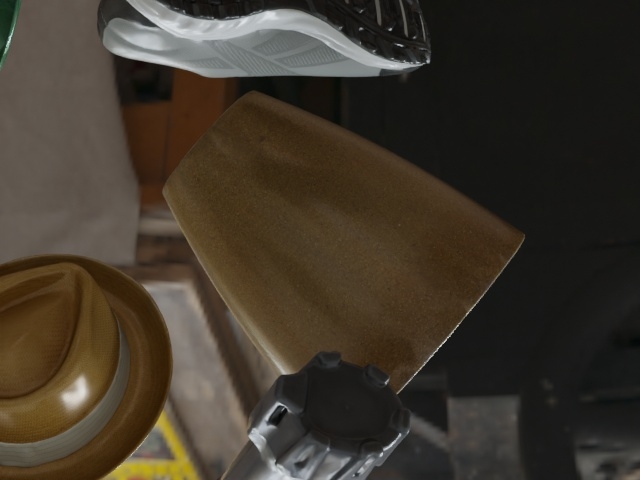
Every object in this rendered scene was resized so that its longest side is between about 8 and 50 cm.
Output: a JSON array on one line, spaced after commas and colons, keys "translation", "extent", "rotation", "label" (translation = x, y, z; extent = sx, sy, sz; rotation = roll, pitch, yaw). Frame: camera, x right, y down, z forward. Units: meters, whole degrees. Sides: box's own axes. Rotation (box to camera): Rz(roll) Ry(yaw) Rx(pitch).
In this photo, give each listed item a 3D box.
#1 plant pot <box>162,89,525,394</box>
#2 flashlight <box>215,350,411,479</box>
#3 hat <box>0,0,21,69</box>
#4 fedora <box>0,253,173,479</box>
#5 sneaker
[{"translation": [0.000, 0.000, 1.296], "extent": [0.254, 0.237, 0.237], "rotation": [42, 139, 2], "label": "plant pot"}, {"translation": [-0.019, 0.180, 1.137], "extent": [0.103, 0.103, 0.304], "rotation": [-31, 167, -33], "label": "flashlight"}, {"translation": [-0.458, -0.288, 1.799], "extent": [0.183, 0.173, 0.208], "rotation": [10, 171, -22], "label": "hat"}, {"translation": [-0.191, 0.075, 1.020], "extent": [0.194, 0.194, 0.079], "rotation": [3, 147, -3], "label": "fedora"}, {"translation": [-0.036, -0.164, 1.113], "extent": [0.271, 0.100, 0.108], "rotation": [4, 154, -34], "label": "sneaker"}]
